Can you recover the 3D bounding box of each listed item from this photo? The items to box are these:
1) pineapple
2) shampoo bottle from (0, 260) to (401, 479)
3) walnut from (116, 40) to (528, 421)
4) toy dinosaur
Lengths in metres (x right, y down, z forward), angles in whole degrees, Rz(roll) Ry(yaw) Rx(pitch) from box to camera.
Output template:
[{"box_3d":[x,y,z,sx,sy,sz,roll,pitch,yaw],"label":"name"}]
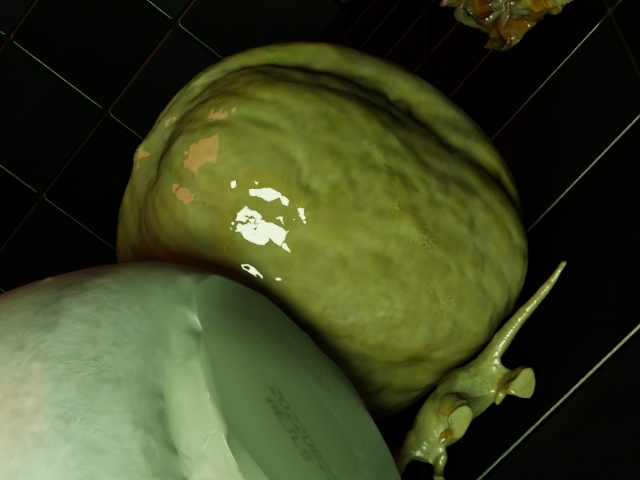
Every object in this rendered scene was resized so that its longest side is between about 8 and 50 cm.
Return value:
[{"box_3d":[0.230,-0.297,1.360,0.236,0.114,0.186,-32,21,34],"label":"pineapple"},{"box_3d":[-0.125,0.179,0.761,0.317,0.322,0.322,-37,18,32],"label":"shampoo bottle"},{"box_3d":[0.000,0.000,0.925,0.283,0.283,0.227,-53,12,0],"label":"walnut"},{"box_3d":[0.093,0.091,0.875,0.162,0.039,0.126,-57,11,-25],"label":"toy dinosaur"}]
